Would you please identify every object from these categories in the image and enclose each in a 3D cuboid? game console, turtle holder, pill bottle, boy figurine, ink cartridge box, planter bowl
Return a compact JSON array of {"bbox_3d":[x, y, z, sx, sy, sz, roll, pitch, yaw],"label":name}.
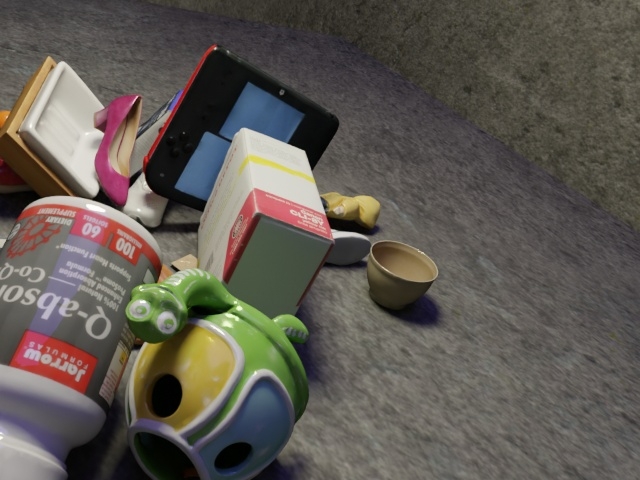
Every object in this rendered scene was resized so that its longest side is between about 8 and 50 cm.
[{"bbox_3d":[-0.172,-0.205,1.433,0.386,0.342,0.060,22,20,-42],"label":"game console"},{"bbox_3d":[-0.144,0.197,0.867,0.243,0.320,0.227,27,43,9],"label":"turtle holder"},{"bbox_3d":[-0.356,0.140,0.825,0.210,0.210,0.363,16,56,-7],"label":"pill bottle"},{"bbox_3d":[0.029,-0.083,1.687,0.285,0.092,0.177,4,5,-33],"label":"boy figurine"},{"bbox_3d":[-0.127,-0.014,1.260,0.160,0.279,0.385,18,27,-21],"label":"ink cartridge box"},{"bbox_3d":[-0.390,-0.250,1.497,0.065,0.332,0.165,48,18,-24],"label":"ink cartridge box"},{"bbox_3d":[0.174,0.089,1.461,0.161,0.109,0.162,15,29,-9],"label":"planter bowl"}]

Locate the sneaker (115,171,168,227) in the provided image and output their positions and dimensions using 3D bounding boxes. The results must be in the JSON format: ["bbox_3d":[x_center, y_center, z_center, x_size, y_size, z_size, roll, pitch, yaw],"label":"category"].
[{"bbox_3d":[-0.387,-0.134,1.476,0.110,0.129,0.297,23,29,-11],"label":"sneaker"}]

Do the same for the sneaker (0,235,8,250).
[{"bbox_3d":[-0.488,0.063,1.131,0.318,0.112,0.131,-7,62,-43],"label":"sneaker"}]

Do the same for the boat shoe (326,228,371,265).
[{"bbox_3d":[0.000,0.000,1.522,0.257,0.095,0.084,4,36,-29],"label":"boat shoe"}]

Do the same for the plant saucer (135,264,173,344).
[{"bbox_3d":[-0.334,0.091,1.142,0.199,0.037,0.200,27,39,-24],"label":"plant saucer"}]

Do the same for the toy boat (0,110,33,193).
[{"bbox_3d":[-0.695,-0.215,1.403,0.150,0.151,0.231,-12,42,-45],"label":"toy boat"}]

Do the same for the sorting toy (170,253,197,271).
[{"bbox_3d":[-0.266,0.062,1.336,0.083,0.012,0.062,34,34,24],"label":"sorting toy"}]

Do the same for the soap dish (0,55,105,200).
[{"bbox_3d":[-0.566,-0.225,1.375,0.118,0.229,0.291,-19,42,17],"label":"soap dish"}]

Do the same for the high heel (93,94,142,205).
[{"bbox_3d":[-0.423,-0.199,1.382,0.082,0.117,0.244,37,37,-60],"label":"high heel"}]
